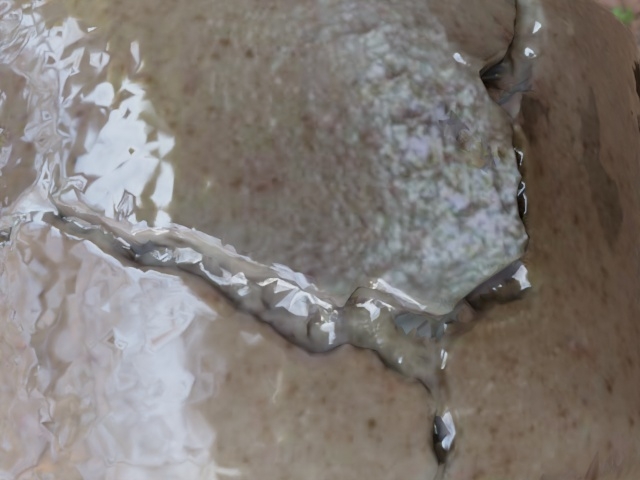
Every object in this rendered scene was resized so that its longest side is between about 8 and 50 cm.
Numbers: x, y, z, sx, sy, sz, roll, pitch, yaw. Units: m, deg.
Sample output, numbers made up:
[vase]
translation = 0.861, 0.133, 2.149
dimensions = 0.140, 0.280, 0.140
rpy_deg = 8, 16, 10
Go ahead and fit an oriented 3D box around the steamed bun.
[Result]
[steamed bun]
translation = 0.000, 0.000, 0.481
dimensions = 0.199, 0.301, 0.251
rpy_deg = 173, 97, -66
